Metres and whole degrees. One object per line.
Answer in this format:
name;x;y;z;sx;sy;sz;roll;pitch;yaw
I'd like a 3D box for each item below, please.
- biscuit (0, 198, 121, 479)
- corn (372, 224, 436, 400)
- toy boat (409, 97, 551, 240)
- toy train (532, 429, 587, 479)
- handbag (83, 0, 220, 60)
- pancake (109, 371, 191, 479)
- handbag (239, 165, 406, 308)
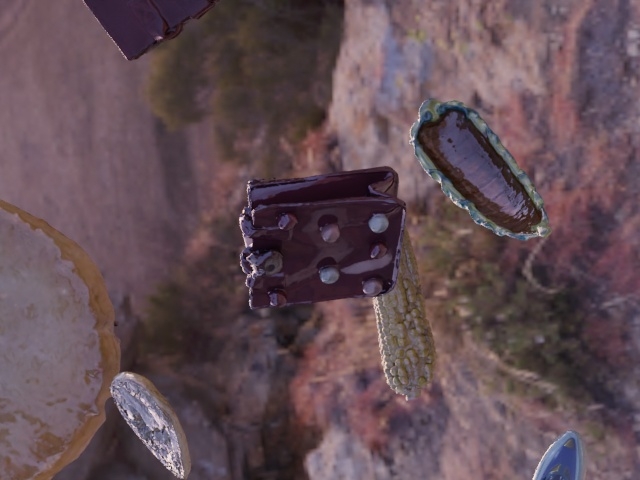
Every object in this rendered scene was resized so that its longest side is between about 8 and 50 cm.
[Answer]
biscuit;-0.499;0.154;1.794;0.446;0.104;0.429;25;98;13
corn;0.123;0.100;1.931;0.086;0.087;0.288;-17;82;63
toy boat;0.225;-0.077;1.696;0.293;0.108;0.099;53;174;36
toy train;0.240;0.292;1.341;0.055;0.048;0.251;23;137;20
handbag;-0.230;-0.417;1.681;0.275;0.260;0.084;55;-163;-10
pancake;-0.205;0.225;1.543;0.158;0.028;0.158;39;149;29
handbag;0.001;0.002;1.626;0.203;0.216;0.074;95;164;-48
